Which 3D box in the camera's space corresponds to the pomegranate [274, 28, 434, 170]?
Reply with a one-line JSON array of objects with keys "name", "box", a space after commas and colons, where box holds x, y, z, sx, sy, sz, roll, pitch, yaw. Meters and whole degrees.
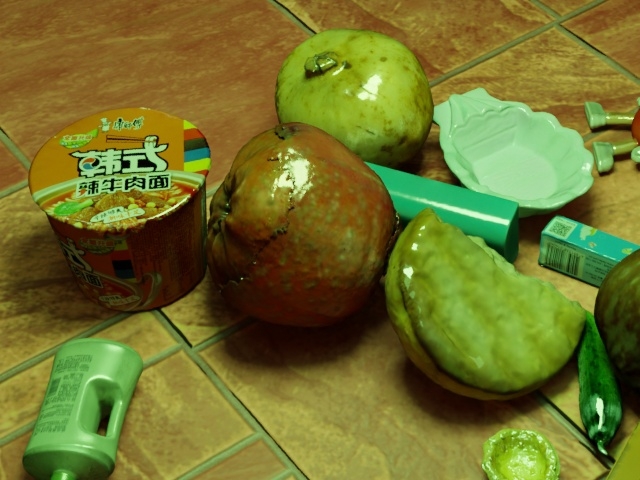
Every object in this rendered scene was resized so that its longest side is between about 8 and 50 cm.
[{"name": "pomegranate", "box": [0.048, -0.206, 2.127, 0.248, 0.248, 0.248, -2, 45, 2]}]

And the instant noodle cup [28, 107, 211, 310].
[{"name": "instant noodle cup", "box": [-0.263, -0.035, 1.993, 0.250, 0.192, 0.250, -3, 44, 3]}]

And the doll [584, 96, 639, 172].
[{"name": "doll", "box": [0.519, -0.178, 2.181, 0.217, 0.085, 0.183, -14, 41, 14]}]

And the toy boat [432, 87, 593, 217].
[{"name": "toy boat", "box": [0.276, -0.115, 2.113, 0.199, 0.100, 0.290, -22, 48, -19]}]

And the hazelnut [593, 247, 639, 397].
[{"name": "hazelnut", "box": [0.459, 0.110, 1.787, 0.218, 0.218, 0.234, -25, 73, -21]}]

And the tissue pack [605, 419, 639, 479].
[{"name": "tissue pack", "box": [0.390, 0.363, 1.591, 0.194, 0.145, 0.274, 21, 50, 25]}]

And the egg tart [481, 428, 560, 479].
[{"name": "egg tart", "box": [0.246, 0.278, 1.757, 0.105, 0.039, 0.105, -2, 45, 2]}]

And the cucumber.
[{"name": "cucumber", "box": [0.358, 0.183, 1.840, 0.056, 0.056, 0.250, 1, 44, 4]}]

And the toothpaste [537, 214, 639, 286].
[{"name": "toothpaste", "box": [0.430, 0.044, 1.969, 0.267, 0.065, 0.050, 22, 45, 24]}]

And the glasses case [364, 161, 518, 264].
[{"name": "glasses case", "box": [0.131, -0.035, 2.035, 0.301, 0.117, 0.070, 14, 58, 19]}]

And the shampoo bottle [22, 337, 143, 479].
[{"name": "shampoo bottle", "box": [-0.304, 0.237, 1.799, 0.118, 0.087, 0.234, 3, 45, 7]}]

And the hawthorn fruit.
[{"name": "hawthorn fruit", "box": [0.000, 0.000, 1.917, 0.307, 0.276, 0.276, 25, 46, -7]}]

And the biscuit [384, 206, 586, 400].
[{"name": "biscuit", "box": [0.197, 0.095, 1.850, 0.274, 0.091, 0.213, 39, 67, -9]}]
